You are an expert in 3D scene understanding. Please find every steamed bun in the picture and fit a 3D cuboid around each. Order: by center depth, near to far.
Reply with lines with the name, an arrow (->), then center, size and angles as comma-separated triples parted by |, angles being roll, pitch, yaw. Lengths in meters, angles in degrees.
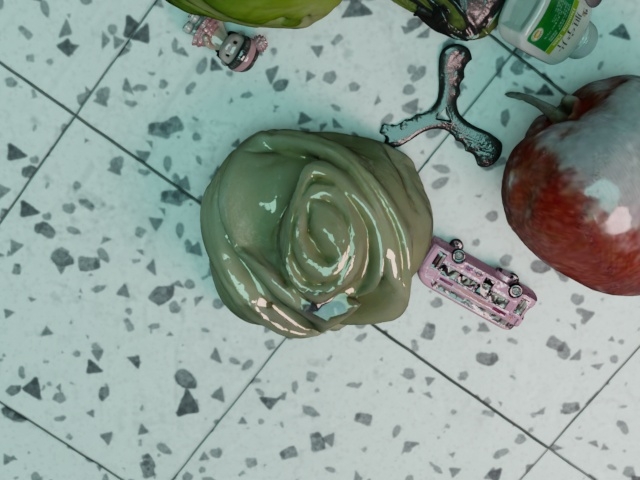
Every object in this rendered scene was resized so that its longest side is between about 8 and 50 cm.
steamed bun -> 0.000, 0.000, 1.810 | 0.368, 0.255, 0.342 | -5, 105, -1

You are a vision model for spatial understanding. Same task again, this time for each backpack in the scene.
backpack -> 0.181, -0.424, 1.738 | 0.253, 0.140, 0.207 | 26, 105, -2

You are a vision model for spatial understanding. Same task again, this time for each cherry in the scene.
cherry -> 0.449, -0.087, 1.780 | 0.335, 0.291, 0.326 | 30, 76, -22

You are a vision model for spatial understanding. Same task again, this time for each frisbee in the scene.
frisbee -> 0.187, -0.191, 1.877 | 0.187, 0.012, 0.211 | -24, 107, 7

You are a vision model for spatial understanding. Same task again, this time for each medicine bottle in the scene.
medicine bottle -> 0.350, -0.329, 1.754 | 0.183, 0.069, 0.119 | 14, 107, -51

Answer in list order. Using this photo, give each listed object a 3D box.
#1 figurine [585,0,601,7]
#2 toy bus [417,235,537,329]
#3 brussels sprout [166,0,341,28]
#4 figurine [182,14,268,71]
figurine -> 0.470, -0.533, 1.667 | 0.361, 0.266, 0.377 | -3, 134, 16
toy bus -> 0.258, 0.070, 1.937 | 0.203, 0.063, 0.090 | 29, 108, -7
brussels sprout -> -0.124, -0.454, 1.651 | 0.371, 0.315, 0.276 | 48, 141, -17
figurine -> -0.150, -0.315, 1.815 | 0.129, 0.054, 0.072 | 32, 90, -3
